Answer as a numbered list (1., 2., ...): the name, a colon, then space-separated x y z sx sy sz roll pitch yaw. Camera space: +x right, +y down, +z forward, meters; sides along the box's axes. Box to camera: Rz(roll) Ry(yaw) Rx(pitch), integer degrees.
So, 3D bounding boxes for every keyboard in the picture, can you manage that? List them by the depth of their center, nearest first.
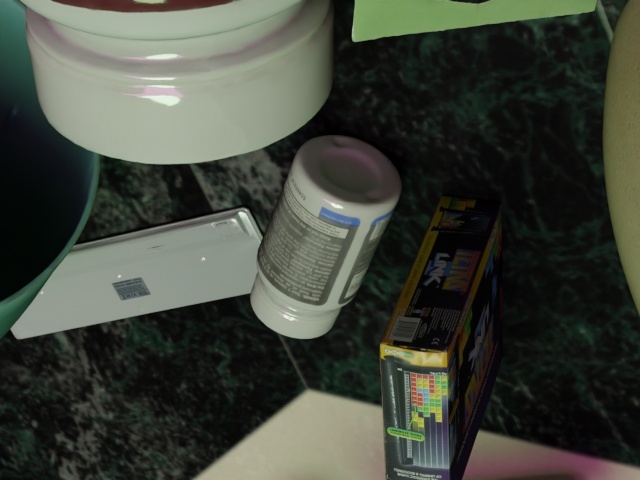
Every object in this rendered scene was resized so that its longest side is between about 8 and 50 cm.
1. keyboard: -0.149 0.028 1.461 0.256 0.014 0.072 -12 125 29

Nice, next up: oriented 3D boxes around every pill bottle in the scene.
1. pill bottle: -0.090 -0.255 1.087 0.224 0.224 0.392 10 128 15
2. pill bottle: 0.000 0.000 1.335 0.078 0.078 0.137 25 130 3

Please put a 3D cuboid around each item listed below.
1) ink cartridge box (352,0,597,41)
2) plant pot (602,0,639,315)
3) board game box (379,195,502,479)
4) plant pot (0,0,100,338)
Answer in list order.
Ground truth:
1. ink cartridge box: 0.110 -0.212 1.095 0.171 0.056 0.235 -8 128 -16
2. plant pot: 0.270 -0.076 1.078 0.284 0.284 0.191 -48 63 39
3. board game box: 0.085 0.075 1.296 0.048 0.170 0.141 6 128 16
4. plant pot: -0.322 -0.018 1.328 0.293 0.293 0.235 31 145 -2
